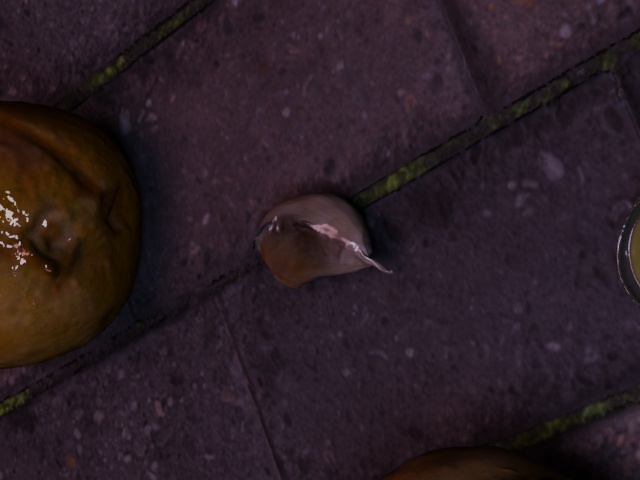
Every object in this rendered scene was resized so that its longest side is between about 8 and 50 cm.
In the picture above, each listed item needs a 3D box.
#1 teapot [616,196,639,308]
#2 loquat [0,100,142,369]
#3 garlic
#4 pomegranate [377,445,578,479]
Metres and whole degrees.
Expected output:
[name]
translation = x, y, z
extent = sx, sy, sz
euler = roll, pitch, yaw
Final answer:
[teapot]
translation = 0.274, -0.011, 1.159
extent = 0.130, 0.119, 0.166
euler = -20, 82, 41
[loquat]
translation = -0.320, -0.008, 1.613
extent = 0.283, 0.276, 0.276
euler = 13, 105, 44
[garlic]
translation = 0.003, -0.006, 1.450
extent = 0.152, 0.066, 0.084
euler = -15, 113, 46
[pomegranate]
translation = 0.122, 0.313, 1.232
extent = 0.322, 0.322, 0.322
euler = 7, 101, 41
